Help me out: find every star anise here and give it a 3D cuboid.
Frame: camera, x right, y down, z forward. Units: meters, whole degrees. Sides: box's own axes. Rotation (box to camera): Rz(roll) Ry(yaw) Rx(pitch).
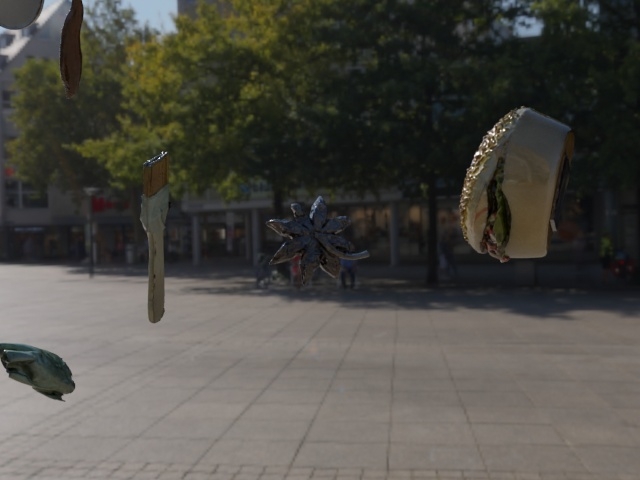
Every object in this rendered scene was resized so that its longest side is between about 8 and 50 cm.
[{"bbox_3d":[0.000,-0.001,1.747,0.263,0.230,0.081,17,-26,-11],"label":"star anise"}]

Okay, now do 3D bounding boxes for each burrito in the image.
[{"bbox_3d":[-0.388,0.174,1.014,0.044,0.074,0.118,-36,-32,2],"label":"burrito"}]

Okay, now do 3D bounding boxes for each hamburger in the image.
[{"bbox_3d":[0.369,-0.105,1.401,0.171,0.301,0.302,13,6,21],"label":"hamburger"}]

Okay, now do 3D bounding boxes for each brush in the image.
[{"bbox_3d":[-0.287,0.008,1.296,0.020,0.336,0.085,15,31,13],"label":"brush"}]

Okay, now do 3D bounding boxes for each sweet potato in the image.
[{"bbox_3d":[-0.610,-0.467,1.822,0.058,0.264,0.057,11,34,-7],"label":"sweet potato"}]

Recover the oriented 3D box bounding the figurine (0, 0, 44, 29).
[{"bbox_3d":[-0.564,-0.529,1.442,0.167,0.249,0.141,11,10,5],"label":"figurine"}]
